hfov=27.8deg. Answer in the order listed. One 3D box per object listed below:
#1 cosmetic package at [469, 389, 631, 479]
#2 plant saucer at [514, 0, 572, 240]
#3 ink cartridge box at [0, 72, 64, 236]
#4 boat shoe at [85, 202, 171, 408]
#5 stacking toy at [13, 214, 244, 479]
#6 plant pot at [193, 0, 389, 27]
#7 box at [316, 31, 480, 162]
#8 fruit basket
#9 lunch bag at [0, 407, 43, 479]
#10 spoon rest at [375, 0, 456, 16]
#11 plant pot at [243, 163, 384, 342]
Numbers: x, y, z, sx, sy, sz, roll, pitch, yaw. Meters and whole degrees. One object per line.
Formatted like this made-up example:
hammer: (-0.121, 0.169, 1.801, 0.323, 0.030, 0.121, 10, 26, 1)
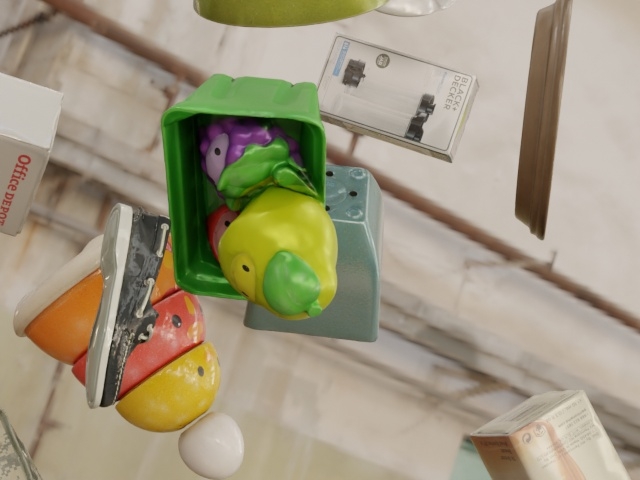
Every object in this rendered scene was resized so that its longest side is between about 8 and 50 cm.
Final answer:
cosmetic package: (0.336, 0.356, 1.704, 0.296, 0.129, 0.153, 61, -17, 2)
plant saucer: (0.251, -0.139, 1.456, 0.041, 0.278, 0.278, 6, -14, 9)
ink cartridge box: (-0.559, -0.154, 1.903, 0.307, 0.129, 0.223, 18, -41, -15)
boat shoe: (-0.274, 0.097, 1.862, 0.091, 0.302, 0.114, 13, -12, -22)
stacking toy: (-0.293, 0.225, 2.352, 0.480, 0.350, 0.350, 53, -13, 2)
plant pot: (-0.045, -0.457, 1.675, 0.275, 0.293, 0.275, -4, 26, 2)
box: (0.143, -0.275, 2.482, 0.290, 0.169, 0.087, 20, -3, 12)
fruit basket: (-0.097, -0.026, 1.931, 0.283, 0.392, 0.392, 6, -14, 7)
lunch bag: (-0.426, 0.413, 1.765, 0.287, 0.169, 0.235, 55, -17, 37)
spoon rest: (0.188, -0.459, 2.400, 0.137, 0.276, 0.084, 30, -49, 34)
plant pot: (0.000, 0.000, 2.328, 0.248, 0.247, 0.252, 6, -45, 0)
